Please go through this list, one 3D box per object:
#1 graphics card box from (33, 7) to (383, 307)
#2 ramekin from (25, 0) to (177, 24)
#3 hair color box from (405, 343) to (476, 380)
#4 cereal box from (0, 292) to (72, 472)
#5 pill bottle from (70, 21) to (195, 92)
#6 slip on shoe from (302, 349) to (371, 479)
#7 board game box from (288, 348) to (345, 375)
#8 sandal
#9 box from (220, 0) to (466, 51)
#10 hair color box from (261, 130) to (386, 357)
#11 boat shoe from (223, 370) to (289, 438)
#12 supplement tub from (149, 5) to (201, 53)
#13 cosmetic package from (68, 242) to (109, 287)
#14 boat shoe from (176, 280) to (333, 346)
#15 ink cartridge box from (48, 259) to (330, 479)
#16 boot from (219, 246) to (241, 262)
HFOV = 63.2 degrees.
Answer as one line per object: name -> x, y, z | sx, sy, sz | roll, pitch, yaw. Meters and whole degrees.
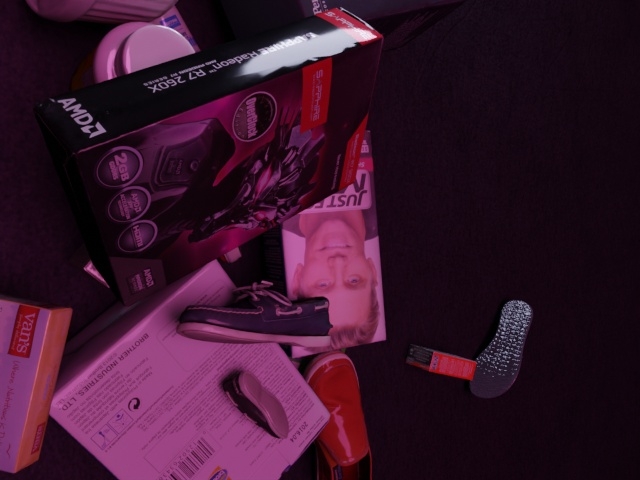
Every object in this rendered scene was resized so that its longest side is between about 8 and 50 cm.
graphics card box -> -0.099, -0.103, 0.603 | 0.371, 0.094, 0.232 | -29, 149, -29
ramekin -> -0.243, -0.379, 0.596 | 0.127, 0.273, 0.272 | -5, 97, -48
hair color box -> 0.256, 0.258, 1.102 | 0.141, 0.072, 0.043 | 20, 82, -33
cereal box -> -0.406, 0.134, 0.562 | 0.241, 0.047, 0.172 | 11, 87, 5
pill bottle -> -0.228, -0.194, 0.640 | 0.117, 0.215, 0.117 | -3, 96, -35
slip on shoe -> 0.039, 0.344, 0.919 | 0.123, 0.101, 0.330 | -16, 110, -29
board game box -> 0.009, 0.130, 0.943 | 0.124, 0.039, 0.259 | 24, 78, -33
sandal -> 0.434, 0.262, 1.220 | 0.254, 0.097, 0.054 | -56, 147, -17
box -> 0.001, -0.450, 0.763 | 0.313, 0.179, 0.342 | -26, 96, -30
hair color box -> 0.000, 0.000, 0.853 | 0.174, 0.105, 0.346 | -6, 93, -24
boat shoe -> -0.085, 0.227, 0.704 | 0.125, 0.038, 0.046 | 57, 21, -30
supplement tub -> -0.211, -0.272, 0.734 | 0.071, 0.071, 0.107 | -41, 116, -25
cosmetic package -> -0.284, 0.022, 0.680 | 0.041, 0.115, 0.060 | 46, 70, -27
boat shoe -> -0.071, 0.095, 0.670 | 0.255, 0.095, 0.078 | 14, 76, -46
ink cartridge box -> -0.170, 0.252, 0.757 | 0.270, 0.151, 0.395 | -44, 114, -25
boot -> -0.225, -0.039, 0.748 | 0.176, 0.088, 0.244 | -22, 133, 0
